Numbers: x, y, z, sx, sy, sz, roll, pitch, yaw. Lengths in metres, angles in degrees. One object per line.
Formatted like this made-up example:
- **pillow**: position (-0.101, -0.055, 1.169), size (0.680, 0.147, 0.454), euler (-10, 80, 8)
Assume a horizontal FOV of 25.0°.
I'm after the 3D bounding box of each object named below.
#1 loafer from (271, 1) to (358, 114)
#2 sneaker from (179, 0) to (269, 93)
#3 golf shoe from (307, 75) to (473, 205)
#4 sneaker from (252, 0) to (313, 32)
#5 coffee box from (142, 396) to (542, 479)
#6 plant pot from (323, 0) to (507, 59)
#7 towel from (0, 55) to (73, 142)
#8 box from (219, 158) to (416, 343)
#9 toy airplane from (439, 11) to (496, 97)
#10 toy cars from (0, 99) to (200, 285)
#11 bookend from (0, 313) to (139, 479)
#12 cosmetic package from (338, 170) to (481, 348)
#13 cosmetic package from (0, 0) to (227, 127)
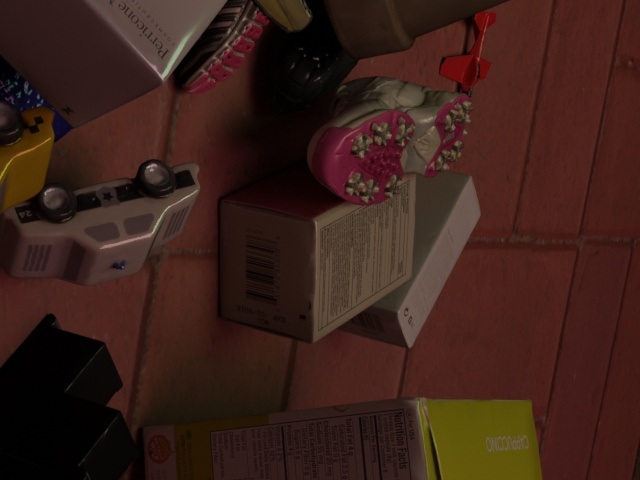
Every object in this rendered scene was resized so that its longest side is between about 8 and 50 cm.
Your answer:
- **loafer**: position (0.004, -0.214, 1.635), size (0.078, 0.076, 0.223), euler (-53, 179, 41)
- **sneaker**: position (-0.097, -0.228, 1.453), size (0.170, 0.075, 0.063), euler (-55, 169, 5)
- **golf shoe**: position (0.051, -0.119, 1.600), size (0.306, 0.140, 0.115), euler (-19, 131, -58)
- **sneaker**: position (-0.034, -0.384, 1.276), size (0.158, 0.182, 0.410), euler (-97, 174, -65)
- **coffee box**: position (0.047, 0.351, 1.561), size (0.338, 0.334, 0.338), euler (12, 69, -62)
- **plant pot**: position (0.147, -0.363, 1.495), size (0.323, 0.280, 0.323), euler (-6, 90, -78)
- **towel**: position (-0.217, -0.235, 1.228), size (0.308, 0.076, 0.227), euler (-53, 137, -35)
- **box**: position (0.000, 0.000, 1.646), size (0.232, 0.127, 0.148), euler (-29, 126, -54)
- **toy airplane**: position (0.216, -0.264, 2.023), size (0.151, 0.028, 0.151), euler (-31, 127, -51)
- **toy cars**: position (-0.233, -0.017, 1.174), size (0.394, 0.176, 0.087), euler (18, 41, -61)
- **bookend**: position (-0.219, 0.158, 1.292), size (0.157, 0.156, 0.072), euler (-54, 144, -37)
- **cosmetic package**: position (0.107, 0.015, 1.856), size (0.231, 0.117, 0.085), euler (-58, 147, -28)
- **cosmetic package**: position (-0.172, -0.249, 1.084), size (0.224, 0.138, 0.224), euler (46, 56, -21)
